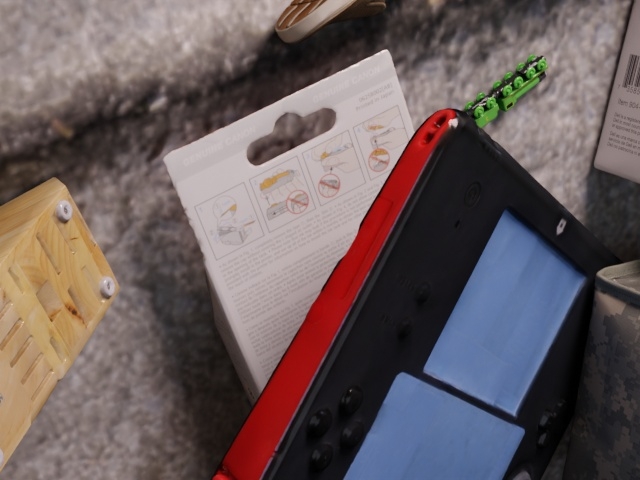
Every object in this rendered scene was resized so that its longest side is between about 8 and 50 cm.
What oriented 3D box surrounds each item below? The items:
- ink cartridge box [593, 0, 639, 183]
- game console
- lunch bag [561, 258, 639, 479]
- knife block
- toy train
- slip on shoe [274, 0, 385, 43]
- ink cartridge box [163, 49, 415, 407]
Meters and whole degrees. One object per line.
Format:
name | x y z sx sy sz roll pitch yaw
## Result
ink cartridge box | 0.346 -0.161 0.870 0.115 0.198 0.272 3 106 -30
game console | 0.100 0.120 0.846 0.342 0.060 0.386 -59 143 0
lunch bag | 0.357 0.159 0.893 0.169 0.287 0.235 -14 119 -36
knife block | -0.286 0.083 0.691 0.275 0.242 0.088 -66 141 -51
toy train | 0.149 -0.117 0.886 0.083 0.017 0.023 -37 130 -13
slip on shoe | 0.029 -0.174 0.783 0.135 0.051 0.041 -43 120 -19
ink cartridge box | 0.000 0.000 0.830 0.189 0.066 0.232 -28 110 -17
